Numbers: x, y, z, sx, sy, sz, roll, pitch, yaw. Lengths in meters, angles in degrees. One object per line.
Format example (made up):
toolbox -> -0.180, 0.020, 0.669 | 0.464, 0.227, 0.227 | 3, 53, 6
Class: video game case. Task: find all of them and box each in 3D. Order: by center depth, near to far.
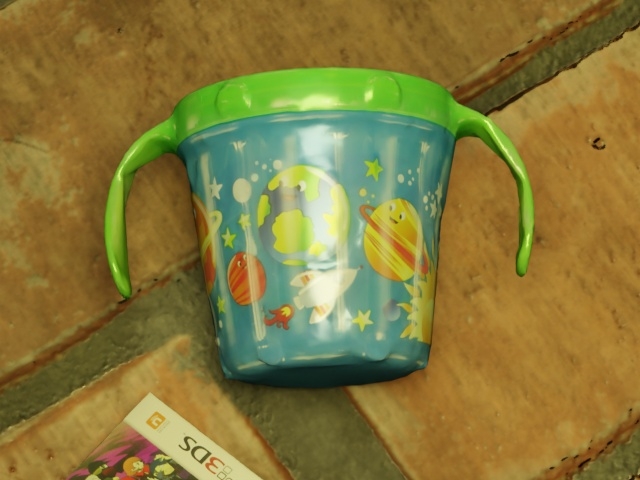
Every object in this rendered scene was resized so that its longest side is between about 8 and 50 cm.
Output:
video game case -> -0.137, 0.259, 1.411 | 0.210, 0.042, 0.232 | 34, 71, 32

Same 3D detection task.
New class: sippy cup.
sippy cup -> 0.000, 0.000, 1.462 | 0.305, 0.240, 0.224 | -12, 76, 36
